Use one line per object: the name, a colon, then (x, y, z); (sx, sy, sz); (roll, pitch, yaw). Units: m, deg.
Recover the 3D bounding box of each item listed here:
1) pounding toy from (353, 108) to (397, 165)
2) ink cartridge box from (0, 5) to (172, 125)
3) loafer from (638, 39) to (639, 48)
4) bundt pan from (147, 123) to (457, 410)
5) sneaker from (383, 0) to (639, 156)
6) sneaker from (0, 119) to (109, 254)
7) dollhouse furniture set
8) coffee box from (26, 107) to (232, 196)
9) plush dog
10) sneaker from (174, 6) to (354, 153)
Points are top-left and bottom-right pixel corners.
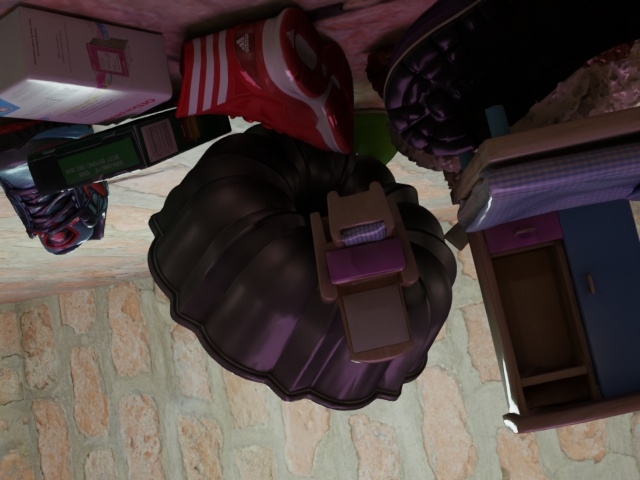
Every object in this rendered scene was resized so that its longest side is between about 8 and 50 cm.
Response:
pounding toy: (0.054, -0.091, 0.992); (0.236, 0.110, 0.183); (-8, 175, -1)
ink cartridge box: (-0.185, -0.123, 0.577); (0.088, 0.052, 0.122); (-13, 173, 39)
loafer: (0.363, -0.201, 0.749); (0.125, 0.045, 0.039); (-9, -152, 33)
bundt pan: (0.000, 0.000, 0.797); (0.330, 0.331, 0.124); (-4, 138, -41)
sneaker: (0.162, -0.175, 0.504); (0.283, 0.107, 0.124); (-27, -151, 22)
sneaker: (-0.268, -0.050, 0.816); (0.104, 0.125, 0.262); (-9, 175, 0)
dollhouse furniture set: (0.146, 0.032, 0.493); (0.286, 0.198, 0.303); (-12, 172, -1)
coffee box: (-0.166, -0.090, 0.720); (0.113, 0.040, 0.184); (-12, -166, 19)
plush dog: (0.167, -0.114, 0.703); (0.262, 0.211, 0.225); (-13, 147, 21)
sneaker: (-0.049, -0.131, 0.676); (0.128, 0.087, 0.221); (-2, 165, 16)
